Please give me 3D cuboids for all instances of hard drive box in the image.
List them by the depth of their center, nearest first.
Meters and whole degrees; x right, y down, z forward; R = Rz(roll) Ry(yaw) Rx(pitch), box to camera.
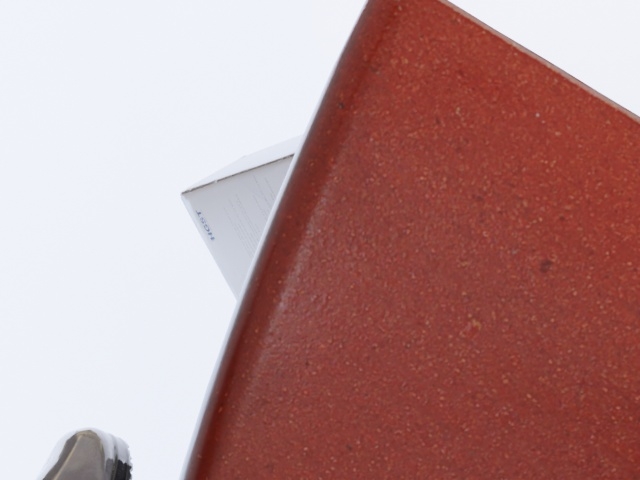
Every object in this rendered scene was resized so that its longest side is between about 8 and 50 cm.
[{"bbox_3d":[0.000,0.000,1.089,0.089,0.181,0.232,-34,-168,-33],"label":"hard drive box"}]

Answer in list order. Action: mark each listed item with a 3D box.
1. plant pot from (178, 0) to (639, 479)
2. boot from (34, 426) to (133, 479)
[{"bbox_3d":[0.082,0.085,0.499,0.267,0.267,0.235,33,-86,6],"label":"plant pot"},{"bbox_3d":[-0.282,0.212,0.937,0.118,0.223,0.338,-48,-166,26],"label":"boot"}]
